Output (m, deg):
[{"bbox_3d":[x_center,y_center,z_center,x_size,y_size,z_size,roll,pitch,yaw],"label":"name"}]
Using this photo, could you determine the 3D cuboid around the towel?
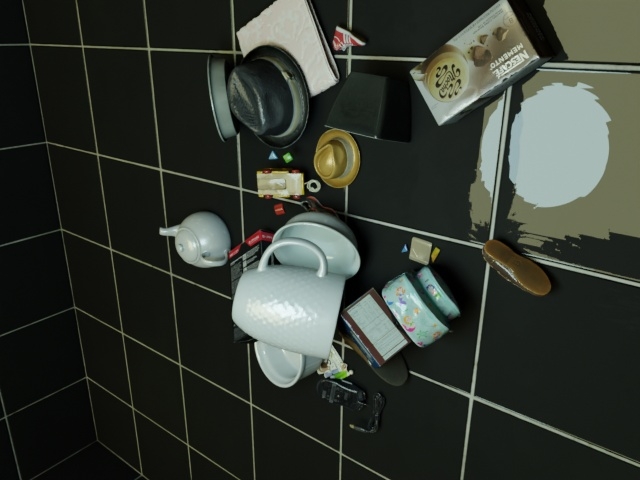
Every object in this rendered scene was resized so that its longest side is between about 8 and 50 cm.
[{"bbox_3d":[-0.112,-0.597,1.789,0.331,0.053,0.317,-16,95,43],"label":"towel"}]

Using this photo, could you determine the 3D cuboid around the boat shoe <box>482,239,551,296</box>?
[{"bbox_3d":[0.529,0.078,1.500,0.207,0.073,0.073,45,167,22],"label":"boat shoe"}]

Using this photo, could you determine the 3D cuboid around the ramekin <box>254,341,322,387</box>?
[{"bbox_3d":[-0.115,0.398,2.079,0.277,0.135,0.277,9,103,46],"label":"ramekin"}]

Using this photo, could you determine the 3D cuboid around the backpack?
[{"bbox_3d":[0.292,0.189,1.610,0.191,0.253,0.225,-38,79,18],"label":"backpack"}]

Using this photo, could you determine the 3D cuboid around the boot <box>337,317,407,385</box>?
[{"bbox_3d":[0.176,0.376,1.903,0.305,0.112,0.115,45,159,13],"label":"boot"}]

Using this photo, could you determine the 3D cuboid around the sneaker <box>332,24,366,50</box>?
[{"bbox_3d":[0.083,-0.583,1.637,0.118,0.042,0.067,41,124,30],"label":"sneaker"}]

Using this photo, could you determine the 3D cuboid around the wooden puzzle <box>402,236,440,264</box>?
[{"bbox_3d":[0.309,0.032,1.698,0.116,0.014,0.079,28,118,29],"label":"wooden puzzle"}]

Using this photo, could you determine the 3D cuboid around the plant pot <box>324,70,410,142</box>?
[{"bbox_3d":[0.152,-0.382,1.575,0.187,0.188,0.167,22,106,33],"label":"plant pot"}]

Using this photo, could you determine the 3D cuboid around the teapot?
[{"bbox_3d":[-0.498,0.010,2.250,0.256,0.187,0.253,-24,90,42],"label":"teapot"}]

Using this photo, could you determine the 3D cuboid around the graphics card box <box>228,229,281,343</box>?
[{"bbox_3d":[-0.240,0.176,2.056,0.232,0.094,0.371,-32,55,41],"label":"graphics card box"}]

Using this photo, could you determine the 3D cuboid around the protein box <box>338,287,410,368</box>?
[{"bbox_3d":[0.170,0.284,1.763,0.201,0.136,0.200,52,172,13],"label":"protein box"}]

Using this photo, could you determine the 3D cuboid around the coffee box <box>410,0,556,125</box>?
[{"bbox_3d":[0.397,-0.439,1.376,0.297,0.118,0.168,-30,85,43],"label":"coffee box"}]

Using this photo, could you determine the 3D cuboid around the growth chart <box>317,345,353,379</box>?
[{"bbox_3d":[0.010,0.439,2.096,0.237,0.021,0.172,52,132,13],"label":"growth chart"}]

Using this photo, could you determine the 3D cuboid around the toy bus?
[{"bbox_3d":[-0.119,-0.204,1.906,0.202,0.104,0.191,44,110,-6],"label":"toy bus"}]

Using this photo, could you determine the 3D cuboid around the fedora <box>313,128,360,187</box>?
[{"bbox_3d":[0.036,-0.259,1.773,0.194,0.079,0.195,15,114,35],"label":"fedora"}]

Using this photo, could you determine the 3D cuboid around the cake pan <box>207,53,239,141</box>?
[{"bbox_3d":[-0.327,-0.488,1.893,0.054,0.293,0.293,-7,105,0],"label":"cake pan"}]

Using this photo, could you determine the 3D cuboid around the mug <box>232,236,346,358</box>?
[{"bbox_3d":[-0.096,0.168,1.770,0.327,0.276,0.374,12,109,3],"label":"mug"}]

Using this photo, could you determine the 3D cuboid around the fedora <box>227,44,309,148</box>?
[{"bbox_3d":[-0.195,-0.452,1.774,0.334,0.152,0.334,16,116,36],"label":"fedora"}]

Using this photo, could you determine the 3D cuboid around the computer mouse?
[{"bbox_3d":[0.110,0.603,2.040,0.261,0.060,0.184,11,109,20],"label":"computer mouse"}]

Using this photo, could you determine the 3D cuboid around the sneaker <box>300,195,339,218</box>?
[{"bbox_3d":[-0.007,-0.090,1.881,0.158,0.064,0.061,36,126,25],"label":"sneaker"}]

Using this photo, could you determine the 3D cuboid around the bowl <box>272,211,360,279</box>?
[{"bbox_3d":[0.000,0.000,1.826,0.297,0.134,0.298,11,142,9],"label":"bowl"}]
